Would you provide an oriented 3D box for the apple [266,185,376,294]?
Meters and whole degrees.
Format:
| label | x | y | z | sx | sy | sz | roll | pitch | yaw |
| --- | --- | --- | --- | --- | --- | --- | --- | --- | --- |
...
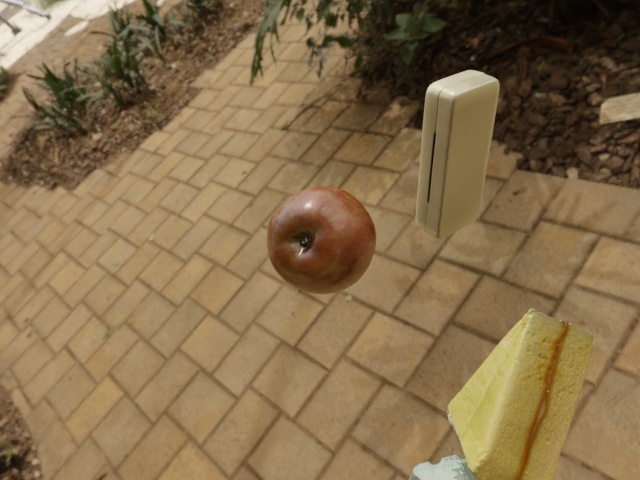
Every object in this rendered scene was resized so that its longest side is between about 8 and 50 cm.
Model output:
| label | x | y | z | sx | sy | sz | roll | pitch | yaw |
| --- | --- | --- | --- | --- | --- | --- | --- | --- | --- |
| apple | 0.000 | 0.000 | 0.944 | 0.188 | 0.173 | 0.189 | 1 | 93 | 21 |

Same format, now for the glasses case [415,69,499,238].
| label | x | y | z | sx | sy | sz | roll | pitch | yaw |
| --- | --- | --- | --- | --- | --- | --- | --- | --- | --- |
| glasses case | 0.261 | -0.159 | 1.058 | 0.131 | 0.313 | 0.070 | -26 | 42 | -27 |

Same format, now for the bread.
| label | x | y | z | sx | sy | sz | roll | pitch | yaw |
| --- | --- | --- | --- | --- | --- | --- | --- | --- | --- |
| bread | 0.357 | 0.275 | 0.911 | 0.264 | 0.167 | 0.163 | -61 | 18 | 24 |

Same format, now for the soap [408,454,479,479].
| label | x | y | z | sx | sy | sz | roll | pitch | yaw |
| --- | --- | --- | --- | --- | --- | --- | --- | --- | --- |
| soap | 0.251 | 0.555 | 1.098 | 0.172 | 0.290 | 0.095 | 9 | 37 | -3 |
